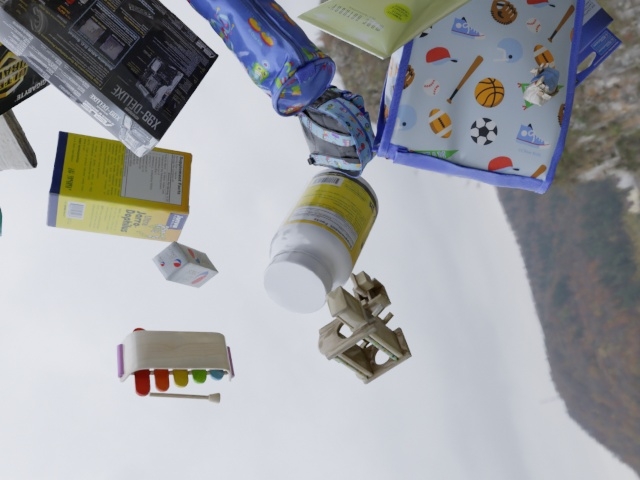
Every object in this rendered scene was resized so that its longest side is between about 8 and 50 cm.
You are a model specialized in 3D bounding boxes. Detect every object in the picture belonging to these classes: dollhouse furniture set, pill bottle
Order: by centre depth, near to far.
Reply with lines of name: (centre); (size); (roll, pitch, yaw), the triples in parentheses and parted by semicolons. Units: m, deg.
dollhouse furniture set: (0.033, 0.110, 1.134); (0.182, 0.101, 0.161); (40, -158, -40)
pill bottle: (0.000, 0.000, 1.597); (0.188, 0.188, 0.334); (59, -144, -25)

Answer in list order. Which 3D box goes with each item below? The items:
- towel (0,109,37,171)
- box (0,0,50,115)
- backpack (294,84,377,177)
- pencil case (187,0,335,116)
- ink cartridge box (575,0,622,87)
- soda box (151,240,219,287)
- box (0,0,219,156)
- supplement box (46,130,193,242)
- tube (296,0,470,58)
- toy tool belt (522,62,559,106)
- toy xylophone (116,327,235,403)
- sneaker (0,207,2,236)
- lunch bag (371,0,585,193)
towel: (-0.868, -0.299, 1.867); (0.049, 0.187, 0.282); (-72, -26, -48)
box: (-0.672, -0.376, 1.490); (0.079, 0.257, 0.322); (29, -138, 5)
backpack: (0.044, -0.208, 1.400); (0.173, 0.117, 0.158); (30, 147, 47)
pencil case: (-0.109, -0.341, 1.143); (0.306, 0.119, 0.133); (51, 171, 10)
ink cartridge box: (0.493, -0.483, 1.579); (0.311, 0.186, 0.065); (46, -177, -1)
soda box: (-0.332, 0.064, 1.806); (0.069, 0.074, 0.216); (53, -176, 14)
box: (-0.347, -0.328, 1.209); (0.307, 0.076, 0.242); (41, -129, -23)
supplement box: (-0.544, -0.138, 1.972); (0.356, 0.195, 0.194); (8, -118, -19)
tube: (0.089, -0.227, 0.673); (0.240, 0.070, 0.062); (-39, -71, -37)
toy tool belt: (0.350, -0.250, 1.126); (0.083, 0.052, 0.051); (-51, -21, -37)
toy xylophone: (-0.375, 0.332, 1.912); (0.323, 0.081, 0.236); (11, -135, -19)
sneaker: (-0.693, -0.027, 1.353); (0.178, 0.124, 0.295); (12, -138, -14)
lunch bag: (0.283, -0.290, 1.337); (0.239, 0.328, 0.385); (108, 173, -71)
